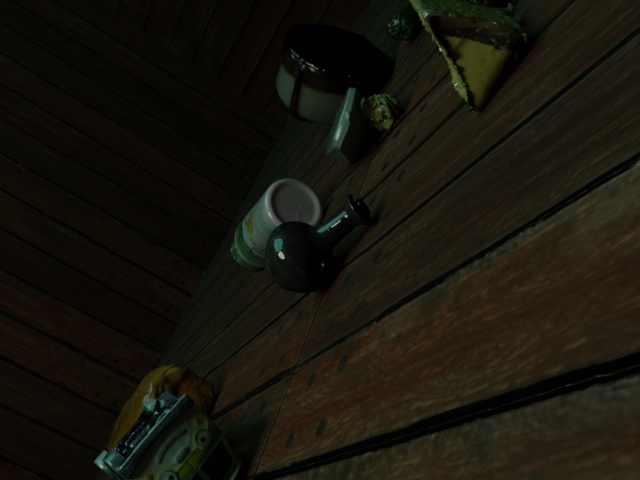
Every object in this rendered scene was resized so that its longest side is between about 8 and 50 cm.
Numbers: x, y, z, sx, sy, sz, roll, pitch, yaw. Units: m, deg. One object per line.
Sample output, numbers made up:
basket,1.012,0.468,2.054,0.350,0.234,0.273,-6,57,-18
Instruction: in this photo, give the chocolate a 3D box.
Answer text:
chocolate,0.019,-0.396,1.529,0.284,0.283,0.186,-73,0,-48

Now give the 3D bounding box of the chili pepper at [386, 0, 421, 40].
chili pepper,0.216,-0.550,1.471,0.100,0.074,0.257,-43,19,52

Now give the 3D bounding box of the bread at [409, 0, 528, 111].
bread,0.172,-0.255,0.781,0.147,0.152,0.127,-84,19,-59

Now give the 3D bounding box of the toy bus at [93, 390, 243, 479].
toy bus,-0.219,0.323,0.896,0.134,0.164,0.276,-49,7,-29

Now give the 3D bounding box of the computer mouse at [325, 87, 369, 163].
computer mouse,0.061,-0.225,1.246,0.231,0.079,0.128,-113,38,-88

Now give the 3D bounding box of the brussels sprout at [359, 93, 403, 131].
brussels sprout,0.119,-0.249,1.152,0.058,0.085,0.085,-58,12,-9

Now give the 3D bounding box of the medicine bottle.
medicine bottle,-0.108,-0.022,1.361,0.274,0.133,0.134,-42,21,56

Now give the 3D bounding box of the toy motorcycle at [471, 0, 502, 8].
toy motorcycle,0.219,-0.382,0.947,0.213,0.118,0.084,-81,16,-61

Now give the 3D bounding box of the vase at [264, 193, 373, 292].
vase,0.000,0.000,0.951,0.183,0.120,0.120,-39,19,20

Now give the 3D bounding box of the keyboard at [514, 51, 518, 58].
keyboard,0.325,-0.291,0.524,0.381,0.041,0.103,-48,15,20

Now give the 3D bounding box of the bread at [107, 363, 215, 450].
bread,-0.354,0.392,1.300,0.344,0.148,0.195,-46,17,47
